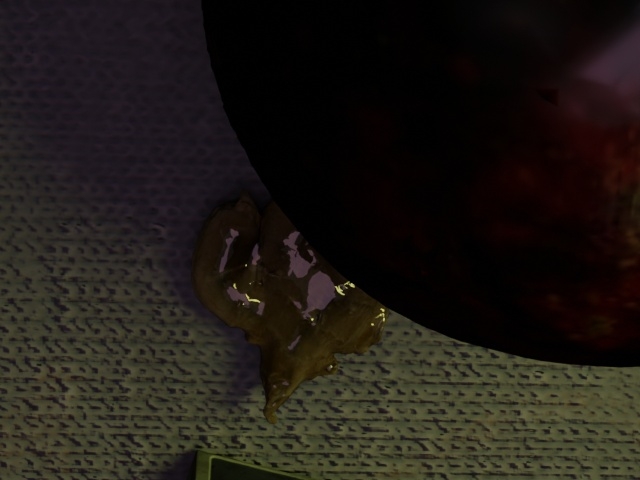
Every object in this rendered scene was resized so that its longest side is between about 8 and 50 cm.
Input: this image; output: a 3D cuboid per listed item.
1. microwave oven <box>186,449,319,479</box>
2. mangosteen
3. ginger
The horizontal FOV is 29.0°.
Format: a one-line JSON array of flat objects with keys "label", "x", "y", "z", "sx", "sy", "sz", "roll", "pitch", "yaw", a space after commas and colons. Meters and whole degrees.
[{"label": "microwave oven", "x": 0.009, "y": 0.266, "z": 0.797, "sx": 0.241, "sy": 0.145, "sz": 0.193, "roll": 16, "pitch": 102, "yaw": -8}, {"label": "mangosteen", "x": 0.132, "y": -0.155, "z": 0.568, "sx": 0.381, "sy": 0.381, "sz": 0.421, "roll": -1, "pitch": 87, "yaw": -3}, {"label": "ginger", "x": 0.011, "y": 0.001, "z": 0.765, "sx": 0.214, "sy": 0.059, "sz": 0.133, "roll": -41, "pitch": 99, "yaw": 6}]
